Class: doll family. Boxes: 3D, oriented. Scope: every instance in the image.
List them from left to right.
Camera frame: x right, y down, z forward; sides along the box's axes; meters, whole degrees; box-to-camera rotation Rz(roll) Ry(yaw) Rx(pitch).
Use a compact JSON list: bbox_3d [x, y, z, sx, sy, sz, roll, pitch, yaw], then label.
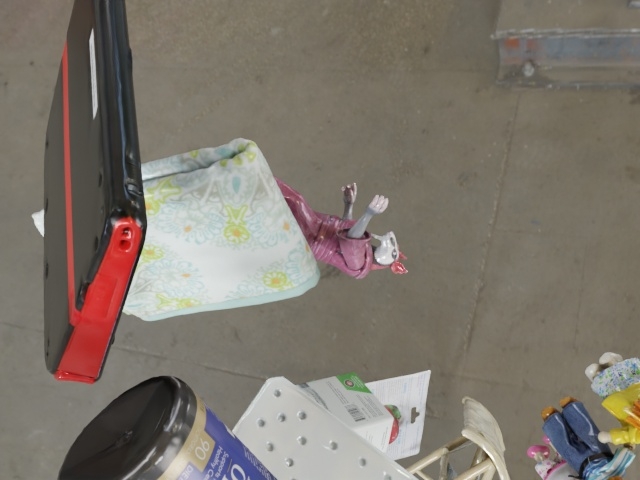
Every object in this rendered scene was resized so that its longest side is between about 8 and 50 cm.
[{"bbox_3d":[0.347,0.240,0.804,0.263,0.118,0.163,-46,28,13],"label":"doll family"}]

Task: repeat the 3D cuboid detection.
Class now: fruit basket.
[{"bbox_3d":[0.064,0.418,1.518,0.353,0.327,0.165,-14,42,-13],"label":"fruit basket"}]

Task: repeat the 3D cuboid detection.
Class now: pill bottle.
[{"bbox_3d":[-0.093,0.223,0.546,0.123,0.219,0.123,-29,26,15],"label":"pill bottle"}]

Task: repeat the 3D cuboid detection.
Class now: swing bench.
[{"bbox_3d":[0.298,0.495,1.418,0.165,0.253,0.254,38,100,9],"label":"swing bench"}]

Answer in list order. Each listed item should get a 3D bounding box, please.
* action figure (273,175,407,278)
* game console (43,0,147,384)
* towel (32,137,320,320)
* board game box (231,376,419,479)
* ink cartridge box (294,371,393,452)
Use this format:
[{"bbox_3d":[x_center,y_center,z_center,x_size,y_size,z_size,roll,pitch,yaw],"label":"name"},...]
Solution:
[{"bbox_3d":[0.000,0.000,1.356,0.370,0.248,0.275,26,93,2],"label":"action figure"},{"bbox_3d":[-0.244,-0.074,0.721,0.060,0.342,0.386,5,54,-29],"label":"game console"},{"bbox_3d":[-0.221,0.005,1.099,0.374,0.320,0.090,-13,51,12],"label":"towel"},{"bbox_3d":[-0.012,0.424,0.770,0.390,0.050,0.390,38,60,-3],"label":"board game box"},{"bbox_3d":[0.004,0.336,1.240,0.208,0.087,0.153,-6,28,-27],"label":"ink cartridge box"}]
